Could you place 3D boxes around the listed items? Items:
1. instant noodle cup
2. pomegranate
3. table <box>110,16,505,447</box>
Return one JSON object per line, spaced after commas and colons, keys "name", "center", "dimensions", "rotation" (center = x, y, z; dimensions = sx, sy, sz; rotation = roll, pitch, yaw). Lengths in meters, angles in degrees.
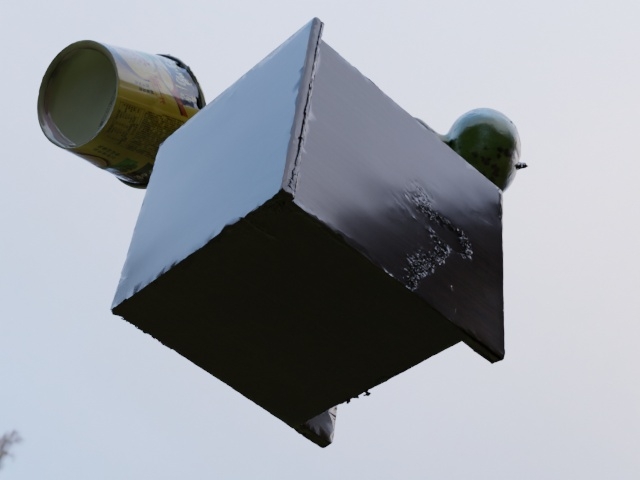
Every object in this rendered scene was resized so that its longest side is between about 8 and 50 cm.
{"name": "instant noodle cup", "center": [-0.213, -0.136, 1.197], "dimensions": [0.151, 0.151, 0.122], "rotation": [-22, -20, 31]}
{"name": "pomegranate", "center": [0.183, -0.113, 1.456], "dimensions": [0.161, 0.122, 0.122], "rotation": [16, -46, -8]}
{"name": "table", "center": [0.000, 0.000, 0.776], "dimensions": [0.193, 0.172, 0.169], "rotation": [36, -50, -26]}
